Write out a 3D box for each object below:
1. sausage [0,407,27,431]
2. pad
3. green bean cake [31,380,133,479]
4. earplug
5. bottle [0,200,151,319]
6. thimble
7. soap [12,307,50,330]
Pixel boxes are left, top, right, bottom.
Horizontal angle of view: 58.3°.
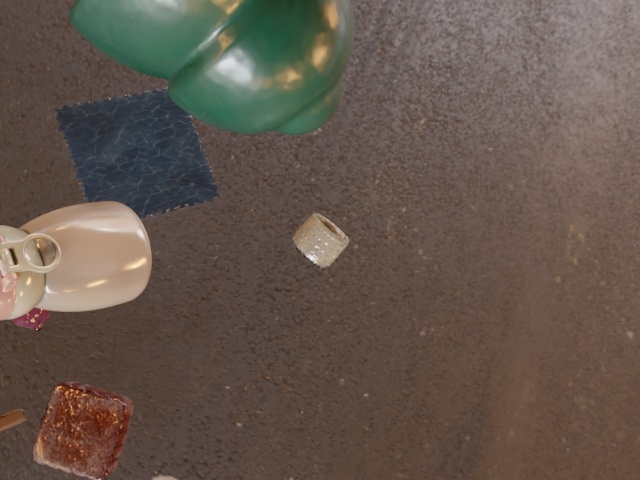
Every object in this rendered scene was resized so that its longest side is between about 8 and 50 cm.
[{"bbox_3d":[-0.540,0.307,0.930,0.116,0.026,0.026,-21,94,-32],"label":"sausage"},{"bbox_3d":[-0.368,-0.175,1.175,0.269,0.012,0.269,-21,86,-27],"label":"pad"},{"bbox_3d":[-0.386,0.309,0.941,0.135,0.056,0.136,15,82,3],"label":"green bean cake"},{"bbox_3d":[-0.072,-0.201,0.388,0.280,0.164,0.257,55,27,-13],"label":"earplug"},{"bbox_3d":[-0.356,0.032,0.745,0.236,0.147,0.148,-14,90,-50],"label":"bottle"},{"bbox_3d":[0.000,0.000,1.376,0.115,0.102,0.090,43,104,6],"label":"thimble"},{"bbox_3d":[-0.535,0.013,0.864,0.112,0.289,0.182,-57,150,-16],"label":"soap"}]
